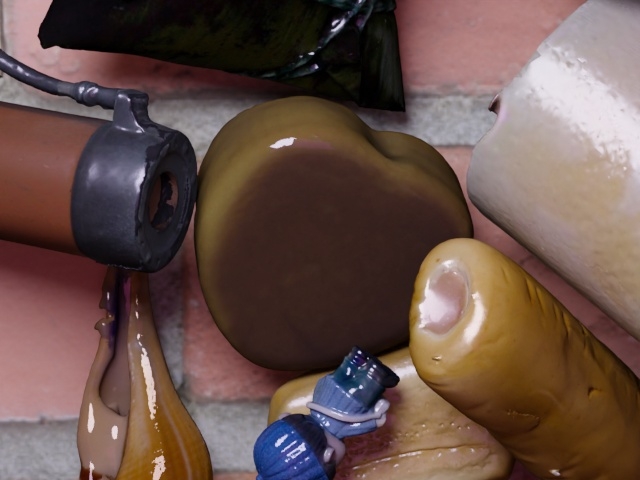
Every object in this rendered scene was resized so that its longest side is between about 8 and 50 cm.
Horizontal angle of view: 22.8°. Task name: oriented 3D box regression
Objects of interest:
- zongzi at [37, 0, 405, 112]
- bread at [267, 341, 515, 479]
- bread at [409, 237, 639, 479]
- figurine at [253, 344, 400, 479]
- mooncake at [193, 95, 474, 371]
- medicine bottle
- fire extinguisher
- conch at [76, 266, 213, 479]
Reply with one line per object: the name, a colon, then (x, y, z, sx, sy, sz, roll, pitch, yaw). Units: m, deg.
zongzi: (-0.025, -0.297, 1.203, 0.319, 0.362, 0.383, 3, 95, -22)
bread: (0.062, 0.164, 1.373, 0.217, 0.098, 0.147, -12, 93, 1)
bread: (0.188, 0.117, 1.307, 0.305, 0.091, 0.142, 40, 46, -38)
figurine: (0.003, 0.151, 1.286, 0.077, 0.079, 0.136, 38, 101, 37)
mooncake: (0.000, 0.000, 1.330, 0.235, 0.117, 0.234, -3, 121, -6)
medicine bottle: (0.337, 0.001, 1.232, 0.406, 0.236, 0.235, 41, 91, 22)
fire extinguisher: (-0.286, -0.093, 1.289, 0.376, 0.113, 0.200, 9, 85, 17)
conch: (-0.147, 0.157, 1.367, 0.109, 0.093, 0.330, -15, 71, 36)
